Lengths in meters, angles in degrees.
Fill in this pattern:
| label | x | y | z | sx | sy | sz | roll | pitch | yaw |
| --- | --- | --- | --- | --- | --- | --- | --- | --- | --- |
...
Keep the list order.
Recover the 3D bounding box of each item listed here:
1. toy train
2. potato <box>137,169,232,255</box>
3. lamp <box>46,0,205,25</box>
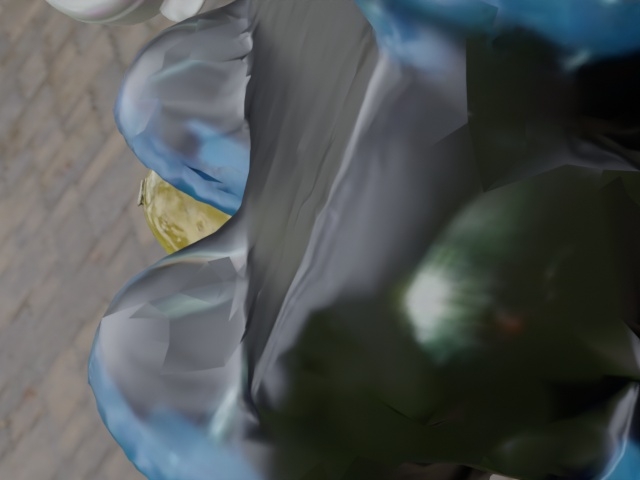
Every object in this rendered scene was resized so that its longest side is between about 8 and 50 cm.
| label | x | y | z | sx | sy | sz | roll | pitch | yaw |
| --- | --- | --- | --- | --- | --- | --- | --- | --- | --- |
| toy train | 0.083 | -0.035 | 0.484 | 0.300 | 0.265 | 0.188 | -93 | 22 | -60 |
| potato | 0.000 | 0.000 | 1.454 | 0.173 | 0.300 | 0.140 | -57 | -5 | -8 |
| lamp | -0.176 | -0.262 | 1.399 | 0.246 | 0.108 | 0.180 | 11 | 97 | 34 |
